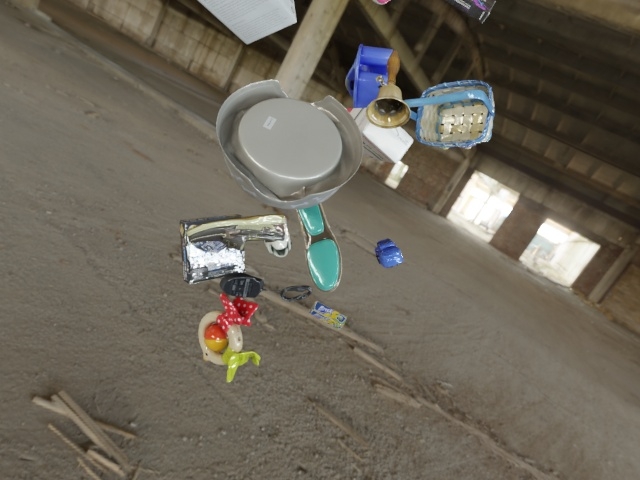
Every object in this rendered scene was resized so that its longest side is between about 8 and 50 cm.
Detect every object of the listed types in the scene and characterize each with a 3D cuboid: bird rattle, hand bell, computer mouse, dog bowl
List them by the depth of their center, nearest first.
[{"bbox_3d":[-0.077,-0.230,1.026,0.349,0.102,0.348,7,60,-12],"label":"dog bowl"},{"bbox_3d":[-0.139,0.119,1.097,0.242,0.071,0.041,9,31,-18],"label":"computer mouse"},{"bbox_3d":[-0.284,0.279,1.227,0.207,0.253,0.143,-6,10,31],"label":"bird rattle"},{"bbox_3d":[0.206,-0.464,1.236,0.126,0.242,0.126,7,-24,3],"label":"hand bell"}]

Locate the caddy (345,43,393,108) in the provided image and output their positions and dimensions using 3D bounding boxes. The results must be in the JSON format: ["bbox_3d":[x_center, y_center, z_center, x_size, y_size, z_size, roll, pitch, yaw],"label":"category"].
[{"bbox_3d":[0.190,-0.636,1.716,0.179,0.241,0.341,8,-9,7],"label":"caddy"}]

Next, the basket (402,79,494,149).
[{"bbox_3d":[0.407,-0.389,1.288,0.255,0.201,0.289,7,-2,39],"label":"basket"}]

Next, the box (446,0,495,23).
[{"bbox_3d":[0.300,-0.539,0.915,0.162,0.029,0.116,32,47,2],"label":"box"}]

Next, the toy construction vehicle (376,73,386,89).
[{"bbox_3d":[0.223,-0.531,1.498,0.098,0.035,0.086,59,18,-30],"label":"toy construction vehicle"}]

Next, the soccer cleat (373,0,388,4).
[{"bbox_3d":[0.138,-0.799,1.110,0.116,0.331,0.143,-14,20,-33],"label":"soccer cleat"}]

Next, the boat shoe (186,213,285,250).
[{"bbox_3d":[-0.127,-0.009,0.651,0.152,0.049,0.056,-10,-3,-10],"label":"boat shoe"}]

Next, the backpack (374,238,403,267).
[{"bbox_3d":[0.272,0.053,1.696,0.120,0.098,0.101,-109,175,-70],"label":"backpack"}]

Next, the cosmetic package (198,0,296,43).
[{"bbox_3d":[-0.288,-0.865,1.377,0.230,0.161,0.453,-12,-10,23],"label":"cosmetic package"}]

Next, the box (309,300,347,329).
[{"bbox_3d":[0.035,0.354,1.992,0.169,0.059,0.054,28,56,-4],"label":"box"}]

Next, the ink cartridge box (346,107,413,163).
[{"bbox_3d":[0.174,-0.359,1.429,0.172,0.100,0.237,34,1,-27],"label":"ink cartridge box"}]

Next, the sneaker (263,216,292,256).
[{"bbox_3d":[-0.179,-0.001,1.688,0.123,0.146,0.330,-13,-4,-4],"label":"sneaker"}]

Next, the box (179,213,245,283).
[{"bbox_3d":[-0.505,0.034,1.994,0.296,0.293,0.073,-10,16,-36],"label":"box"}]

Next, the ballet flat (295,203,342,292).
[{"bbox_3d":[0.000,0.000,1.265,0.108,0.316,0.106,-12,-7,5],"label":"ballet flat"}]
